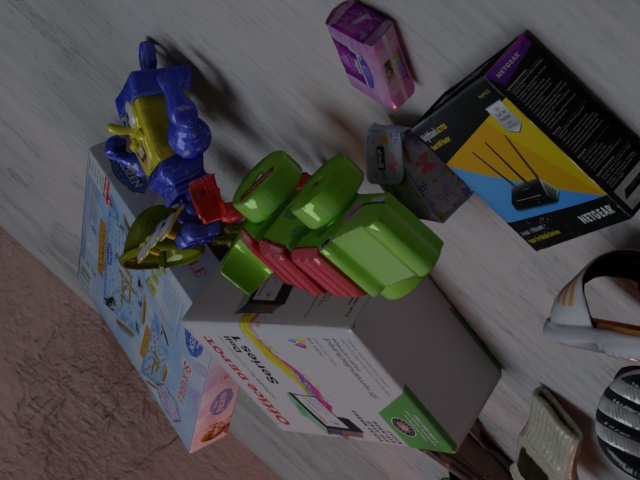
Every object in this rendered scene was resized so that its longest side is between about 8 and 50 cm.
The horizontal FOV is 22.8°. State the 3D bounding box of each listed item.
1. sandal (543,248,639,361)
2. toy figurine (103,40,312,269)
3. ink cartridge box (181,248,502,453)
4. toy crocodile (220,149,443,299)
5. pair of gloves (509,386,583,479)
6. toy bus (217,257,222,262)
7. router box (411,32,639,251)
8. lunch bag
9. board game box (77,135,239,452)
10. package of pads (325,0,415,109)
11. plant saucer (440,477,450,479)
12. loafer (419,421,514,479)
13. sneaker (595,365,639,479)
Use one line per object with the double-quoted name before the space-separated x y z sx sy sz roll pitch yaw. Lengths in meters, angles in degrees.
"sandal" 0.229 0.045 1.104 0.101 0.076 0.265 8 178 -5
"toy figurine" -0.136 -0.103 1.652 0.362 0.191 0.217 146 105 -74
"ink cartridge box" 0.018 0.111 1.674 0.278 0.117 0.201 -1 137 49
"toy crocodile" 0.000 0.000 1.331 0.115 0.105 0.340 42 167 -20
"pair of gloves" 0.272 0.284 1.612 0.240 0.042 0.204 55 165 25
"toy bus" -0.122 0.104 2.194 0.130 0.108 0.332 48 165 -29
"router box" 0.144 -0.062 1.086 0.133 0.046 0.179 43 166 -3
"lunch bag" 0.072 -0.058 1.285 0.083 0.053 0.071 55 163 -20
"board game box" -0.210 0.074 2.078 0.318 0.066 0.319 54 153 22
"package of pads" 0.038 -0.138 1.179 0.050 0.032 0.083 32 163 32
"plant saucer" 0.257 0.440 2.308 0.241 0.037 0.241 39 165 12
"loafer" 0.173 0.276 1.941 0.096 0.084 0.267 22 156 54
"sneaker" 0.337 0.154 1.160 0.281 0.106 0.162 27 -168 4
